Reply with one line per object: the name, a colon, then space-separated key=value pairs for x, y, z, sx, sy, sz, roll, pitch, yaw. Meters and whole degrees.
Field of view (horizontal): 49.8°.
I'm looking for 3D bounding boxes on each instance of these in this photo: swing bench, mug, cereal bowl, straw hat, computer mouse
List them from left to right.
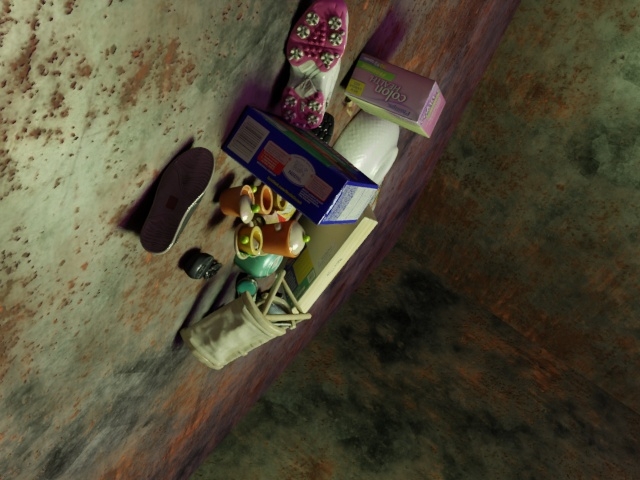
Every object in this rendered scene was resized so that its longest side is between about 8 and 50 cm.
computer mouse: x=-0.290 y=0.062 z=1.706 sx=0.071 sy=0.041 sz=0.242 roll=-56 pitch=174 yaw=-3
swing bench: x=-0.208 y=0.234 z=1.940 sx=0.253 sy=0.165 sz=0.255 roll=-31 pitch=179 yaw=26
straw hat: x=-0.172 y=-0.031 z=1.802 sx=0.144 sy=0.061 sz=0.144 roll=5 pitch=84 yaw=-58
mug: x=-0.167 y=0.040 z=1.936 sx=0.129 sy=0.097 sz=0.158 roll=-53 pitch=168 yaw=-6
cereal bowl: x=0.147 y=-0.265 z=2.209 sx=0.339 sy=0.141 sz=0.339 roll=-51 pitch=168 yaw=-15

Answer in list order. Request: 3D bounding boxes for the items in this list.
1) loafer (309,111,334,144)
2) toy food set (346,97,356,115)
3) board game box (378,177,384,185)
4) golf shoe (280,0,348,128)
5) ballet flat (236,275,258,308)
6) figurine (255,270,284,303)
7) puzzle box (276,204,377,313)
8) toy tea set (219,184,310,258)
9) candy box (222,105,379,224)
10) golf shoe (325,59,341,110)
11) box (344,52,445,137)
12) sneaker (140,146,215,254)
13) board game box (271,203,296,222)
loafer: x=-0.034 y=-0.231 z=1.784 sx=0.223 sy=0.076 sz=0.078 roll=-63 pitch=-171 yaw=-8
toy food set: x=0.097 y=-0.412 z=1.918 sx=0.122 sy=0.019 sz=0.078 roll=-64 pitch=165 yaw=0
board game box: x=0.131 y=-0.090 z=2.385 sx=0.305 sy=0.053 sz=0.193 roll=-57 pitch=168 yaw=-39
golf shoe: x=-0.009 y=-0.385 z=1.441 sx=0.140 sy=0.115 sz=0.306 roll=-71 pitch=-178 yaw=-45
ballet flat: x=-0.224 y=0.146 z=2.124 sx=0.070 sy=0.070 sz=0.188 roll=-47 pitch=167 yaw=-32
figurine: x=-0.140 y=0.155 z=2.392 sx=0.214 sy=0.092 sz=0.209 roll=-57 pitch=163 yaw=6
puzzle box: x=0.000 y=0.000 z=2.055 sx=0.052 sy=0.272 sz=0.409 roll=19 pitch=123 yaw=-31
toy tea set: x=-0.118 y=-0.050 z=1.662 sx=0.336 sy=0.124 sz=0.199 roll=-12 pitch=101 yaw=-70
candy box: x=-0.030 y=-0.159 z=1.530 sx=0.122 sy=0.268 sz=0.317 roll=-54 pitch=169 yaw=11
golf shoe: x=0.010 y=-0.362 z=1.620 sx=0.086 sy=0.069 sz=0.176 roll=-49 pitch=169 yaw=-50
box: x=0.208 y=-0.389 z=1.872 sx=0.117 sy=0.214 sz=0.243 roll=-66 pitch=164 yaw=6
sneaker: x=-0.276 y=-0.076 z=1.323 sx=0.222 sy=0.083 sz=0.118 roll=-60 pitch=-173 yaw=-6
board game box: x=-0.078 y=-0.140 z=1.915 sx=0.193 sy=0.045 sz=0.147 roll=-55 pitch=168 yaw=1
